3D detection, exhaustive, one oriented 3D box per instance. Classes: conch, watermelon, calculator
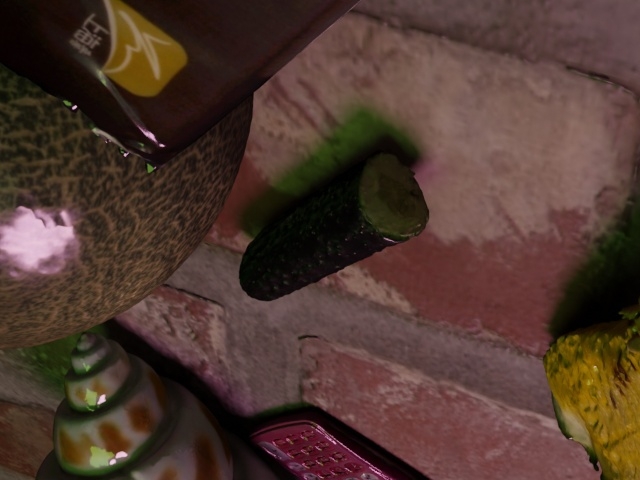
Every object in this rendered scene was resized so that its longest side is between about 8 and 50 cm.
[{"bbox_3d":[-0.145,0.242,1.237,0.250,0.197,0.368,-14,144,-5],"label":"conch"},{"bbox_3d":[0.202,0.084,0.757,0.129,0.123,0.301,47,168,5],"label":"watermelon"},{"bbox_3d":[0.031,0.217,1.220,0.190,0.034,0.127,40,150,-16],"label":"calculator"}]

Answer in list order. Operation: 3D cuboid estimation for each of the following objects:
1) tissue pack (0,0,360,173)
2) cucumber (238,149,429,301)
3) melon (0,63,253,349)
[{"bbox_3d":[0.009,-0.202,0.294,0.198,0.210,0.370,38,145,-15],"label":"tissue pack"},{"bbox_3d":[0.000,0.000,0.840,0.052,0.058,0.215,27,155,-17],"label":"cucumber"},{"bbox_3d":[-0.163,-0.067,0.659,0.249,0.248,0.329,30,159,-11],"label":"melon"}]
